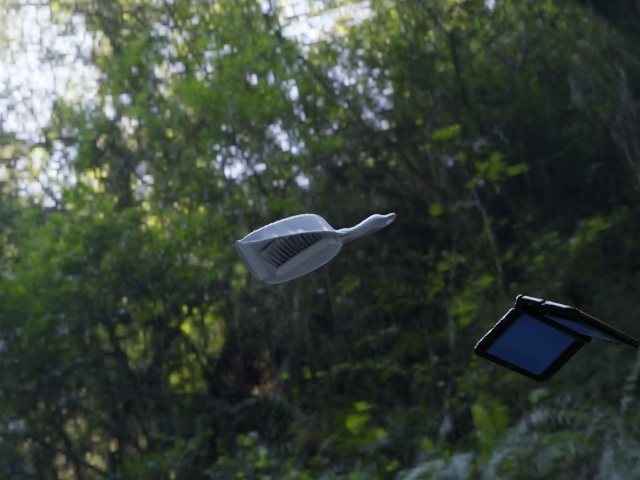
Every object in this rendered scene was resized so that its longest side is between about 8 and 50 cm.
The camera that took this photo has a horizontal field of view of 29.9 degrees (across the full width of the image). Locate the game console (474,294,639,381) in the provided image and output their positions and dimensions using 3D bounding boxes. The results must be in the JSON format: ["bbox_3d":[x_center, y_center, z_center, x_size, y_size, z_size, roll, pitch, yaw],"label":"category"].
[{"bbox_3d":[0.236,0.106,1.191,0.122,0.071,0.107,24,-7,-38],"label":"game console"}]

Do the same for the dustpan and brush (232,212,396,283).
[{"bbox_3d":[0.000,0.000,1.630,0.211,0.060,0.147,-30,-26,-2],"label":"dustpan and brush"}]
